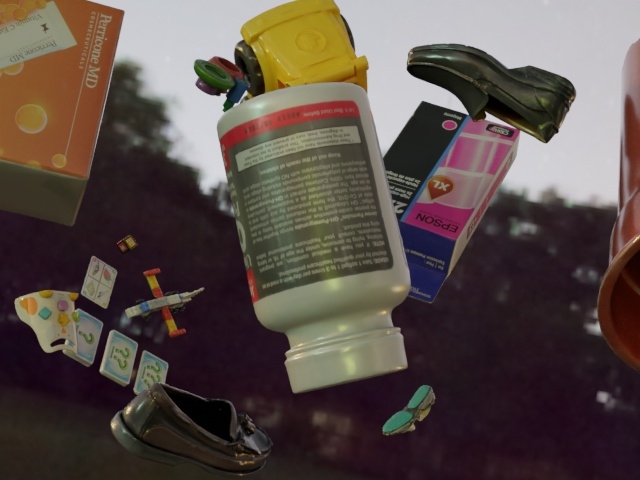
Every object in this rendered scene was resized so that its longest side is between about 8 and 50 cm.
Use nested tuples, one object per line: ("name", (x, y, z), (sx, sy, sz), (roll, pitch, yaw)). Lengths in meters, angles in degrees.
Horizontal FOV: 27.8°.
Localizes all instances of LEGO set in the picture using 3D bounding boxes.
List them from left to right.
("LEGO set", (-0.280, 0.106, 1.976), (0.182, 0.244, 0.060), (35, -46, -28))

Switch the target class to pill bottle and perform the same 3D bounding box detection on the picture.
("pill bottle", (0.000, 0.000, 1.426), (0.176, 0.318, 0.176), (-12, -8, -2))

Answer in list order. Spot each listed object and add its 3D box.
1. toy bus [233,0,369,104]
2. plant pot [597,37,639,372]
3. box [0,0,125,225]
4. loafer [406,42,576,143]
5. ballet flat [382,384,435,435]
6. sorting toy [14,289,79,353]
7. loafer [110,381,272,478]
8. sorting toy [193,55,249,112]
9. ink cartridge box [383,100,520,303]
("toy bus", (-0.002, -0.171, 1.680), (0.149, 0.211, 0.220), (-23, -36, -17))
("plant pot", (0.359, -0.053, 1.063), (0.272, 0.265, 0.272), (4, -39, 3))
("box", (-0.415, -0.174, 1.437), (0.345, 0.215, 0.168), (13, -20, -13))
("loafer", (0.158, -0.145, 1.250), (0.170, 0.061, 0.062), (18, -14, 20))
("ballet flat", (0.147, 0.282, 2.073), (0.041, 0.114, 0.041), (35, -29, 22))
("sorting toy", (-0.319, 0.102, 1.566), (0.045, 0.075, 0.083), (-27, -22, 33))
("loafer", (-0.153, 0.258, 1.778), (0.302, 0.095, 0.109), (21, 21, -52))
("sorting toy", (-0.116, -0.174, 1.454), (0.061, 0.042, 0.102), (35, 19, 4))
("ink cartridge box", (0.163, -0.068, 1.989), (0.176, 0.371, 0.069), (19, -40, 17))
